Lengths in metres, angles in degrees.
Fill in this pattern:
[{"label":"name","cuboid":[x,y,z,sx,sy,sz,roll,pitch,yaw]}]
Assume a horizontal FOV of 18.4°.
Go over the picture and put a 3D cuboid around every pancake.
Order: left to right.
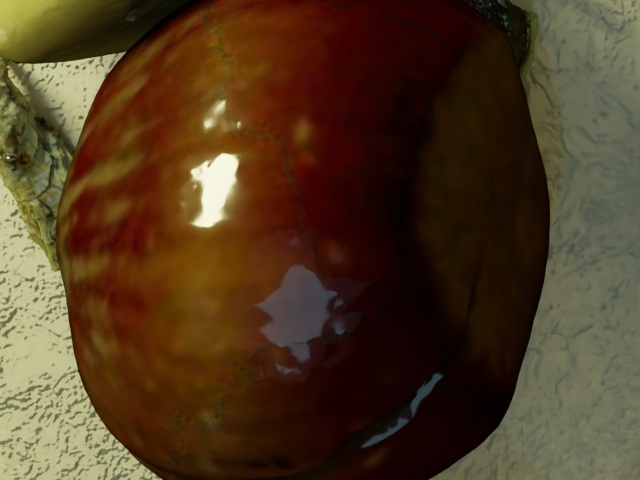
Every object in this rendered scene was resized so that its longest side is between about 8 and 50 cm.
[{"label":"pancake","cuboid":[0.119,-0.170,1.683,0.129,0.022,0.116,13,105,11]}]

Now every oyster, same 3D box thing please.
[{"label":"oyster","cuboid":[-0.257,-0.060,1.749,0.106,0.061,0.200,-41,94,17]}]

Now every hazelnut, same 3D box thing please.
[{"label":"hazelnut","cuboid":[0.000,0.000,1.562,0.402,0.402,0.429,-4,73,10]}]

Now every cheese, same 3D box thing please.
[{"label":"cheese","cuboid":[-0.148,-0.232,1.595,0.315,0.259,0.128,-23,72,17]}]
